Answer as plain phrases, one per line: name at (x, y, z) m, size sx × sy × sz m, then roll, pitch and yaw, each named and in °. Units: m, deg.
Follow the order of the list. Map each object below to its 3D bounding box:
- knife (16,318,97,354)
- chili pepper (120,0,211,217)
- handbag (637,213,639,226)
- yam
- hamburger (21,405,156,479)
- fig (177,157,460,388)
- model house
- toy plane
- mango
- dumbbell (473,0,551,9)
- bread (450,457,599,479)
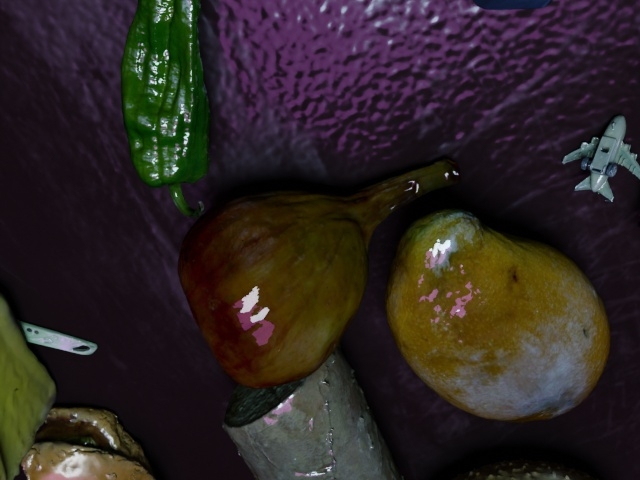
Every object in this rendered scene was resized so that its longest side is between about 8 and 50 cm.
knife at (-0.372, 0.105, 0.850) m, size 0.207 × 0.014 × 0.030 m, roll 16°, pitch 121°, yaw -8°
chili pepper at (-0.134, -0.150, 0.640) m, size 0.100 × 0.074 × 0.257 m, roll 13°, pitch 117°, yaw 15°
handbag at (0.394, -0.069, 0.609) m, size 0.228 × 0.126 × 0.208 m, roll 25°, pitch 132°, yaw 39°
yam at (0.000, 0.246, 0.827) m, size 0.168 × 0.168 × 0.304 m, roll -18°, pitch 119°, yaw 14°
hamburger at (-0.274, 0.338, 0.923) m, size 0.130 × 0.124 × 0.262 m, roll -13°, pitch 121°, yaw 10°
fig at (-0.001, 0.020, 0.715) m, size 0.290 × 0.190 × 0.191 m, roll -27°, pitch 124°, yaw -24°
model house at (-0.458, 0.182, 0.797) m, size 0.234 × 0.175 × 0.193 m, roll -7°, pitch 131°, yaw 6°
toy plane at (0.274, -0.081, 0.677) m, size 0.080 × 0.033 × 0.083 m, roll 22°, pitch 100°, yaw 37°
mango at (0.173, 0.079, 0.699) m, size 0.193 × 0.146 × 0.316 m, roll -41°, pitch 130°, yaw 12°
dumbbell at (0.268, -0.253, 0.517) m, size 0.324 × 0.160 × 0.144 m, roll -1°, pitch 153°, yaw 4°
bread at (0.257, 0.393, 0.901) m, size 0.305 × 0.159 × 0.306 m, roll -2°, pitch 124°, yaw -2°
